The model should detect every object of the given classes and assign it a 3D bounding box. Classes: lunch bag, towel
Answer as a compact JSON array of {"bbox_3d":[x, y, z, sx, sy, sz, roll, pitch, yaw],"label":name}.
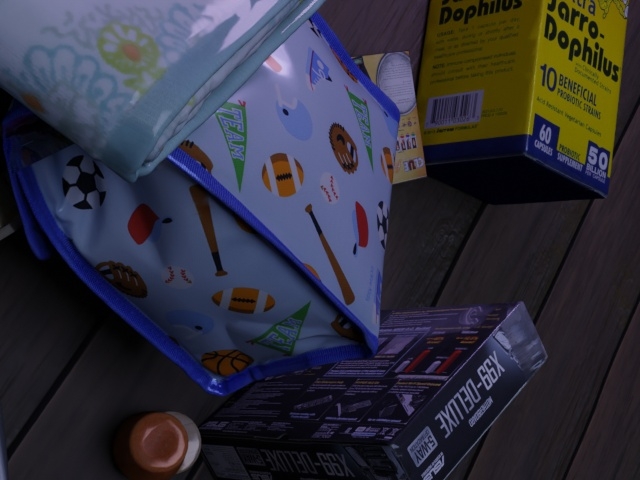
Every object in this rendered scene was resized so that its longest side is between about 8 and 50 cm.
[{"bbox_3d":[-0.117,-0.097,1.095,0.385,0.239,0.328,48,34,-38],"label":"lunch bag"},{"bbox_3d":[-0.174,-0.239,0.932,0.320,0.090,0.374,35,43,1],"label":"towel"}]

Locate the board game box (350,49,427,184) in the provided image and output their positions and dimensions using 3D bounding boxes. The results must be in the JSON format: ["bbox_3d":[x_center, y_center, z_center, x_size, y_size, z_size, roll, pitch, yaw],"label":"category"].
[{"bbox_3d":[0.026,-0.137,1.426,0.243,0.042,0.165,-14,98,-44],"label":"board game box"}]

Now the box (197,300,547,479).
[{"bbox_3d":[0.047,0.164,1.250,0.242,0.307,0.076,-40,112,-39],"label":"box"}]

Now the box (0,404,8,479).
[{"bbox_3d":[-0.361,0.041,0.882,0.215,0.168,0.345,-7,97,-14],"label":"box"}]

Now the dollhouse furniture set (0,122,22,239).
[{"bbox_3d":[-0.333,-0.087,1.062,0.182,0.101,0.161,56,21,-14],"label":"dollhouse furniture set"}]

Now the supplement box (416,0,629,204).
[{"bbox_3d":[0.267,-0.245,1.562,0.194,0.195,0.356,19,75,-43],"label":"supplement box"}]

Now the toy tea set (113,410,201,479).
[{"bbox_3d":[-0.187,0.335,1.176,0.200,0.124,0.336,30,68,-8],"label":"toy tea set"}]
